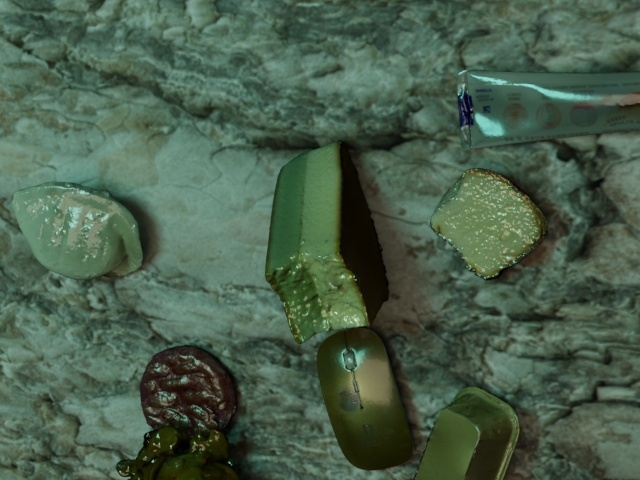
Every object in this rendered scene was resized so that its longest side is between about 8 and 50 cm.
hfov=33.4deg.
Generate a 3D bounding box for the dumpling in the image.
[{"bbox_3d":[-0.321,-0.019,1.456,0.150,0.092,0.176,-36,91,23],"label":"dumpling"}]

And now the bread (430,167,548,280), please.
[{"bbox_3d":[0.209,-0.025,1.329,0.129,0.044,0.126,43,117,1],"label":"bread"}]

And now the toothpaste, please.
[{"bbox_3d":[0.320,-0.161,1.257,0.323,0.066,0.100,-1,107,21],"label":"toothpaste"}]

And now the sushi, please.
[{"bbox_3d":[-0.189,0.381,1.454,0.200,0.213,0.204,-6,128,-1],"label":"sushi"}]

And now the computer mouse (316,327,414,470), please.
[{"bbox_3d":[0.060,0.215,1.423,0.102,0.045,0.199,-13,99,16],"label":"computer mouse"}]

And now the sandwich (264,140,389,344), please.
[{"bbox_3d":[0.000,0.000,1.320,0.108,0.186,0.220,-14,97,16],"label":"sandwich"}]

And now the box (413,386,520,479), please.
[{"bbox_3d":[0.187,0.281,1.378,0.111,0.111,0.177,20,103,11],"label":"box"}]

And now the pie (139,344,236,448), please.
[{"bbox_3d":[-0.188,0.221,1.502,0.155,0.036,0.154,4,104,15],"label":"pie"}]
